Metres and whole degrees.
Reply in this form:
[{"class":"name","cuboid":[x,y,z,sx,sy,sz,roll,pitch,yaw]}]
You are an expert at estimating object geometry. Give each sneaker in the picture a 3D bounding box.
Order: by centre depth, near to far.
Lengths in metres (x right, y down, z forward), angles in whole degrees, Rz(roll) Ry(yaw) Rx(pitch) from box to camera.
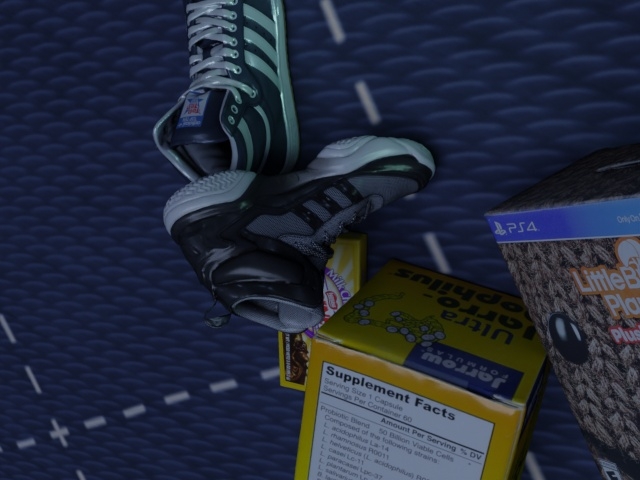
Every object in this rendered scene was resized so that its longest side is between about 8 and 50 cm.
[{"class":"sneaker","cuboid":[0.000,0.000,0.731,0.101,0.269,0.153,110,143,-64]},{"class":"sneaker","cuboid":[-0.104,-0.180,0.769,0.099,0.153,0.282,-5,107,29]}]

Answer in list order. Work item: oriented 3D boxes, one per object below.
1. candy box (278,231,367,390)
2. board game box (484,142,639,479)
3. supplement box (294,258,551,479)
[{"class":"candy box","cuboid":[0.001,0.084,0.893,0.105,0.027,0.205,8,113,21]},{"class":"board game box","cuboid":[0.297,0.071,0.603,0.291,0.141,0.232,64,161,-7]},{"class":"supplement box","cuboid":[0.099,0.233,0.801,0.194,0.195,0.356,17,117,21]}]
